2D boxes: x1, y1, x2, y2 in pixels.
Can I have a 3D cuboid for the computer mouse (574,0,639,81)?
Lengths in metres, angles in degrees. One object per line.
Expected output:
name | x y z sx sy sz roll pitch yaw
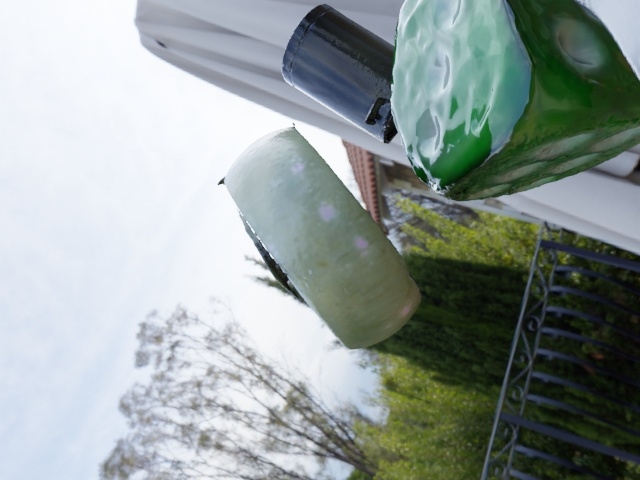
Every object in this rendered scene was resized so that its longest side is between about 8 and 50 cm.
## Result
computer mouse | 0.186 -0.204 0.296 0.379 0.090 0.167 -95 -11 -48

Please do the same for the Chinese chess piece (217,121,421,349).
Chinese chess piece | 0.000 0.000 0.811 0.146 0.349 0.349 -37 -17 0

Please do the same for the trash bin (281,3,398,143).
trash bin | 0.088 -0.391 1.273 0.252 0.301 0.203 -40 -19 -46

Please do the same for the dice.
dice | 0.282 -0.235 0.767 0.297 0.287 0.300 136 124 -63
